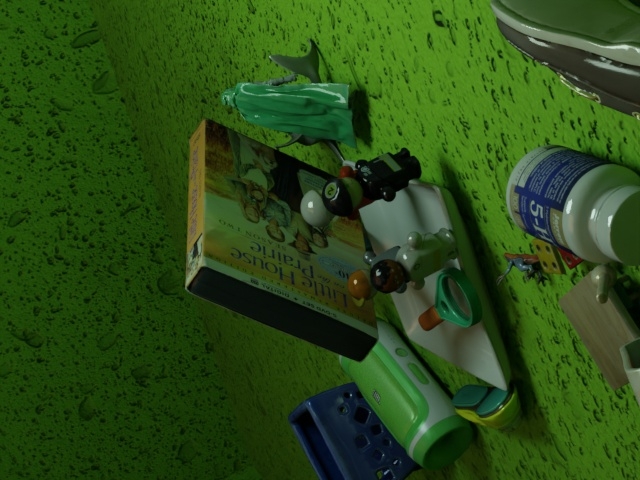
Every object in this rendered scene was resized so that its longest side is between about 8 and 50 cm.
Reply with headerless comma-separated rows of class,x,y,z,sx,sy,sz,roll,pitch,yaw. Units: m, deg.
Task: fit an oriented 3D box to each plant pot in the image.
plant pot,0.094,0.382,2.571,0.236,0.212,0.236,62,164,8

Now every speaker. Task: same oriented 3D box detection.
speaker,0.147,0.272,2.392,0.296,0.131,0.131,51,159,38

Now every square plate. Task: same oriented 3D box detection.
square plate,0.173,0.040,2.093,0.347,0.049,0.344,24,139,66

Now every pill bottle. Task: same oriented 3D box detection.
pill bottle,0.299,-0.036,1.473,0.186,0.112,0.112,31,144,62

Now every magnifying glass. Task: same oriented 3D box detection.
magnifying glass,0.190,0.101,2.006,0.092,0.026,0.231,61,164,8

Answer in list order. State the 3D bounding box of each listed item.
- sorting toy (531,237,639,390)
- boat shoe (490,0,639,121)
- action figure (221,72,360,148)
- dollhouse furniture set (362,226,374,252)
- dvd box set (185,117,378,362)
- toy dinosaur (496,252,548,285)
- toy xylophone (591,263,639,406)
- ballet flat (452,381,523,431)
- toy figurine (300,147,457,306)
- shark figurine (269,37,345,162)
sorting toy,0.356,0.095,1.614,0.275,0.046,0.132,59,163,13
boat shoe,0.283,-0.181,1.305,0.324,0.116,0.097,31,141,52
action figure,-0.053,-0.221,2.143,0.232,0.063,0.137,9,136,16
dollhouse furniture set,0.000,0.000,2.324,0.129,0.183,0.129,52,160,34
dvd box set,-0.067,-0.011,2.114,0.062,0.307,0.420,-55,22,29
toy dinosaur,0.279,0.029,1.806,0.090,0.047,0.082,-66,33,26
toy xylophone,0.359,0.135,1.369,0.323,0.081,0.236,-50,-63,-78
ballet flat,0.279,0.267,2.100,0.077,0.077,0.231,43,168,-6
toy figurine,0.080,-0.015,1.946,0.210,0.148,0.213,65,162,-3
shark figurine,-0.033,-0.206,2.249,0.166,0.116,0.278,58,165,16
